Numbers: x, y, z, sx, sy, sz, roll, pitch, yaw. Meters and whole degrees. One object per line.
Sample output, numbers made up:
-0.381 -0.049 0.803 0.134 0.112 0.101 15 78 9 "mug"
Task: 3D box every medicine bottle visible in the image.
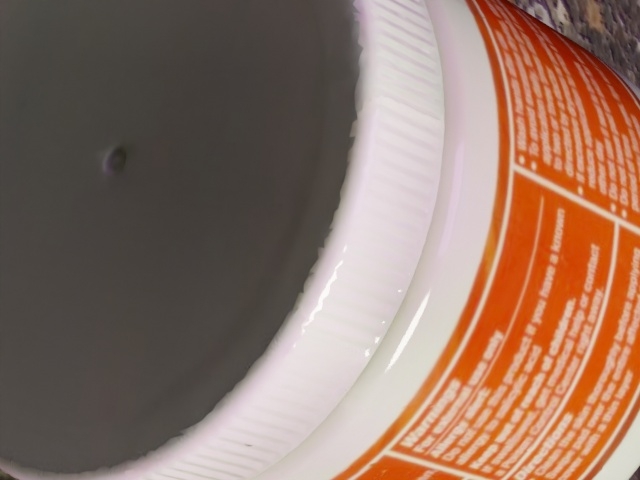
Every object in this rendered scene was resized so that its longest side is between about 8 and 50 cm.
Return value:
0.000 0.000 0.749 0.241 0.252 0.252 23 61 -46 "medicine bottle"
